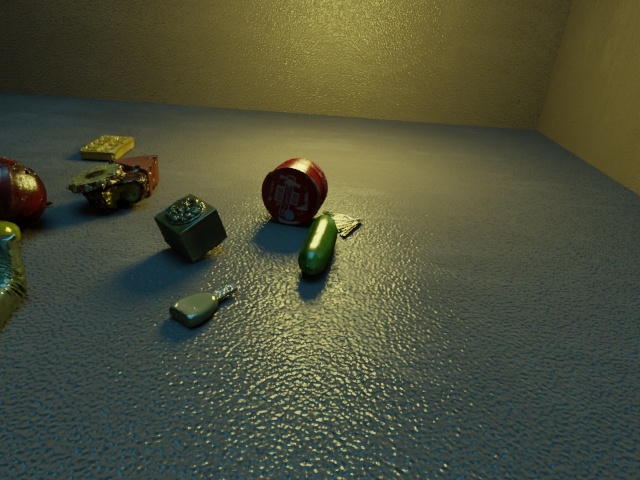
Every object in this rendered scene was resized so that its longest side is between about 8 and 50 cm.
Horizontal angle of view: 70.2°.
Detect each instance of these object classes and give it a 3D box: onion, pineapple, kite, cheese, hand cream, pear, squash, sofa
[{"bbox_3d":[-1.019,-0.139,1.444,0.276,0.276,0.276,3,27,-2],"label":"onion"},{"bbox_3d":[-0.808,-0.224,1.637,0.221,0.047,0.221,-9,28,5],"label":"pineapple"},{"bbox_3d":[0.070,-0.070,1.695,0.183,0.014,0.241,-11,30,-21],"label":"kite"},{"bbox_3d":[-0.289,0.156,1.178,0.097,0.037,0.192,23,33,30],"label":"cheese"},{"bbox_3d":[-0.089,-0.181,1.663,0.230,0.230,0.149,11,27,13],"label":"hand cream"},{"bbox_3d":[-0.958,-0.009,1.339,0.107,0.107,0.131,24,26,34],"label":"pear"},{"bbox_3d":[0.000,0.000,1.458,0.101,0.101,0.379,6,26,5],"label":"squash"},{"bbox_3d":[-0.831,0.105,1.055,0.210,0.176,0.225,1,27,-6],"label":"sofa"},{"bbox_3d":[-0.728,-0.283,1.875,0.202,0.128,0.177,12,29,19],"label":"cheese"}]

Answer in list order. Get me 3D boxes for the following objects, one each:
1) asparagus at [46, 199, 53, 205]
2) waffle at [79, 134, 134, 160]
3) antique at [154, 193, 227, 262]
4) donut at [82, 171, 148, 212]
[{"bbox_3d":[-1.059,-0.132,1.646,0.165,0.030,0.036,-5,4,-13],"label":"asparagus"},{"bbox_3d":[-1.044,-0.457,2.248,0.167,0.057,0.274,4,27,-2],"label":"waffle"},{"bbox_3d":[-0.400,-0.047,1.402,0.152,0.148,0.146,28,57,34],"label":"antique"},{"bbox_3d":[-0.759,-0.183,1.697,0.216,0.096,0.230,17,37,40],"label":"donut"}]
